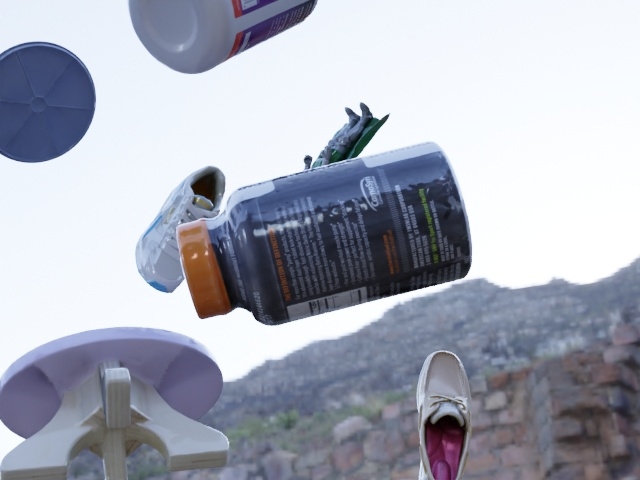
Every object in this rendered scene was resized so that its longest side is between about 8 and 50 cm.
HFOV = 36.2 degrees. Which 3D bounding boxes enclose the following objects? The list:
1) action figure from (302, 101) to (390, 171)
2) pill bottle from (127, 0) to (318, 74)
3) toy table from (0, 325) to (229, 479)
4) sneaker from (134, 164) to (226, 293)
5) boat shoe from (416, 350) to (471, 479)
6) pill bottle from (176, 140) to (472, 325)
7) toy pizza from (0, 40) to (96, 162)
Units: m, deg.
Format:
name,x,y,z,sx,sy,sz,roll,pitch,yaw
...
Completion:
name,x,y,z,sx,sy,sz,roll,pitch,yaw
action figure,0.009,-0.120,1.578,0.063,0.232,0.137,40,-21,-19
pill bottle,-0.121,-0.376,1.452,0.182,0.323,0.181,18,-55,28
toy table,-0.243,0.216,1.166,0.275,0.161,0.252,-13,-57,-10
sneaker,-0.208,-0.022,1.473,0.087,0.228,0.092,32,-43,-20
boat shoe,0.134,0.192,1.036,0.063,0.170,0.059,3,-27,-1
pill bottle,0.000,0.000,0.868,0.246,0.130,0.130,-14,-30,-4
toy pizza,-0.459,-0.223,1.575,0.201,0.032,0.201,-17,-59,-31
